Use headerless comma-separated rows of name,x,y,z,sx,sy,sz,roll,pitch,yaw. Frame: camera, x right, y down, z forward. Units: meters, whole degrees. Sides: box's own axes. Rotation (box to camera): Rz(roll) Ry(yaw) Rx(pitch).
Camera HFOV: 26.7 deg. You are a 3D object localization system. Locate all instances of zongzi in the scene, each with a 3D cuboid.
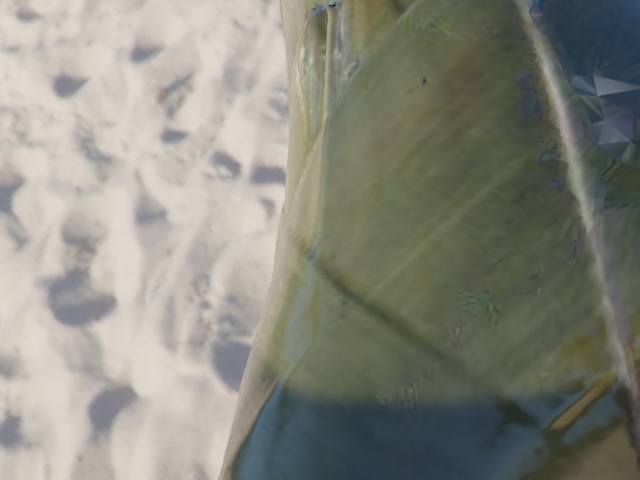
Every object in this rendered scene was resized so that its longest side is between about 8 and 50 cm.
zongzi,0.000,0.000,0.418,0.300,0.145,0.273,-29,71,-12
